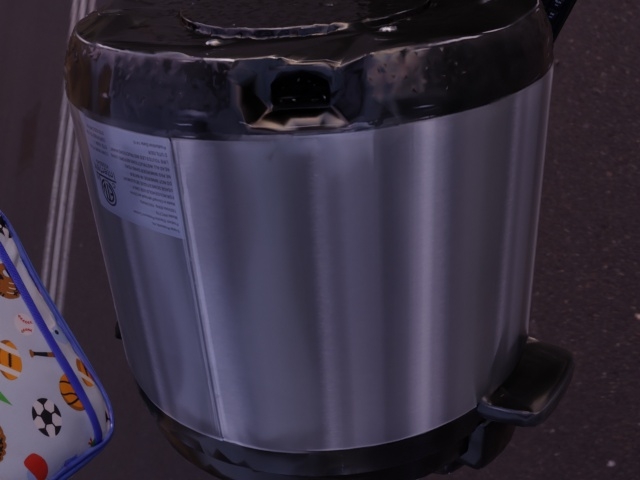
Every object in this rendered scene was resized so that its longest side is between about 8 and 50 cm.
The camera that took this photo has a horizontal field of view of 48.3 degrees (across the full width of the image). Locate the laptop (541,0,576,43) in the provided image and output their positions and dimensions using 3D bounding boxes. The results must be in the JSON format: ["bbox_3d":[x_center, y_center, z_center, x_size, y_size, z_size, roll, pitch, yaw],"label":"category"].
[{"bbox_3d":[0.123,-0.249,0.638,0.264,0.234,0.137,108,-172,-50],"label":"laptop"}]

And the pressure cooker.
[{"bbox_3d":[-0.005,0.002,0.619,0.370,0.375,0.421,-113,17,-61],"label":"pressure cooker"}]

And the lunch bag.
[{"bbox_3d":[-0.324,0.097,0.642,0.115,0.243,0.303,-28,90,17],"label":"lunch bag"}]
